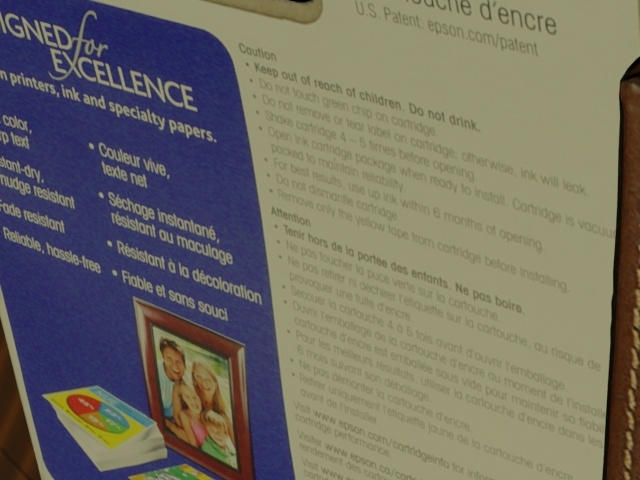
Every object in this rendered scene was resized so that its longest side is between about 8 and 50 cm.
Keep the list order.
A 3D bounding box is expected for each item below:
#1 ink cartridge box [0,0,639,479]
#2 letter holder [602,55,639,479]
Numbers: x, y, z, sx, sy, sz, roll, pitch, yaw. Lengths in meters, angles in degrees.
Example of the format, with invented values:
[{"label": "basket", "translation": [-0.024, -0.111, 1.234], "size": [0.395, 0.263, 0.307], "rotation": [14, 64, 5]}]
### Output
[{"label": "ink cartridge box", "translation": [0.000, 0.000, 0.628], "size": [0.304, 0.072, 0.307], "rotation": [19, 130, 35]}, {"label": "letter holder", "translation": [0.192, 0.083, 0.438], "size": [0.214, 0.152, 0.301], "rotation": [21, 133, 29]}]
